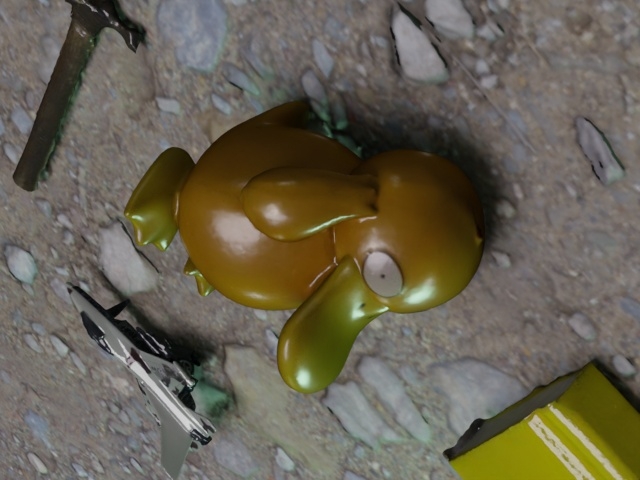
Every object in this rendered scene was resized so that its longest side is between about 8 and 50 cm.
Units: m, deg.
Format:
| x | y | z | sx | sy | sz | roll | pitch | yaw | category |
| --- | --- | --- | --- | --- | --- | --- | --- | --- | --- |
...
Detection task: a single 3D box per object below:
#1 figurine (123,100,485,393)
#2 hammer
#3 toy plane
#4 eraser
| x | y | z | sx | sy | sz | roll | pitch | yaw | category |
| --- | --- | --- | --- | --- | --- | --- | --- | --- | --- |
| -0.004 | -0.008 | 0.965 | 0.228 | 0.215 | 0.215 | 39 | 142 | 32 | figurine |
| -0.246 | -0.135 | 1.206 | 0.125 | 0.027 | 0.297 | 43 | 142 | 7 | hammer |
| -0.174 | 0.127 | 1.322 | 0.234 | 0.082 | 0.160 | 59 | 153 | 11 | toy plane |
| 0.224 | 0.211 | 1.003 | 0.226 | 0.069 | 0.158 | 48 | 140 | 1 | eraser |
